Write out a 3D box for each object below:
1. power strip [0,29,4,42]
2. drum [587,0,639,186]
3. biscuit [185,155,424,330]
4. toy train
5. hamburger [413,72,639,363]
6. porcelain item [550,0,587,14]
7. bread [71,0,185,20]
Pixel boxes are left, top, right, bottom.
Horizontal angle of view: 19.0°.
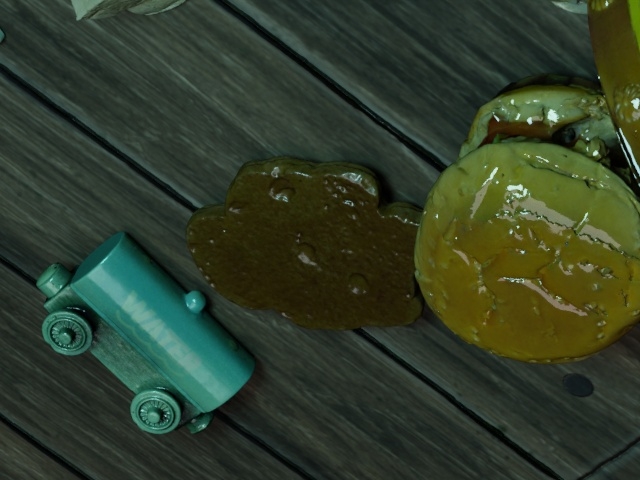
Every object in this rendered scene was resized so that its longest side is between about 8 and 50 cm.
[{"bbox_3d":[-0.349,-0.223,1.873,0.040,0.016,0.090,-17,119,38],"label":"power strip"},{"bbox_3d":[0.395,-0.126,1.299,0.431,0.431,0.214,44,135,-15],"label":"drum"},{"bbox_3d":[0.000,0.000,1.880,0.290,0.041,0.208,-4,128,29],"label":"biscuit"},{"bbox_3d":[-0.182,0.099,2.036,0.159,0.101,0.248,-35,109,26],"label":"toy train"},{"bbox_3d":[0.204,-0.011,1.669,0.244,0.163,0.244,21,139,20],"label":"hamburger"},{"bbox_3d":[0.203,-0.221,1.544,0.213,0.054,0.084,21,138,24],"label":"porcelain item"},{"bbox_3d":[-0.193,-0.279,1.739,0.077,0.105,0.152,-25,83,41],"label":"bread"}]
